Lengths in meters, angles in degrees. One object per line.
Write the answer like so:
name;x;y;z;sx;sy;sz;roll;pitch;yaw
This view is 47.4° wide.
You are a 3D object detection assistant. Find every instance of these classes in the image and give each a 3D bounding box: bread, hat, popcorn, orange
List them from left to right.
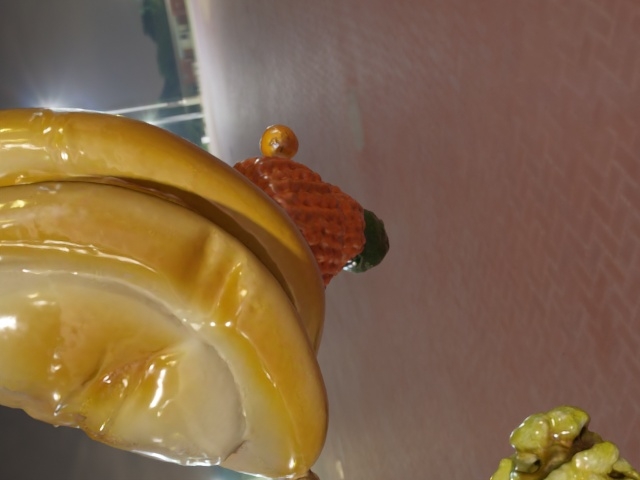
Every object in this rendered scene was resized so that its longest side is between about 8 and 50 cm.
bread;-0.196;0.075;0.673;0.329;0.424;0.245;-47;26;33
orange;-0.085;-0.198;1.510;0.083;0.083;0.083;170;90;-82
hat;0.000;0.000;1.353;0.285;0.400;0.285;-4;85;55
popcorn;0.370;0.402;1.073;0.250;0.235;0.242;58;173;48

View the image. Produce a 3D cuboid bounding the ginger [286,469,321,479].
ginger;-0.020;0.623;1.779;0.148;0.081;0.333;46;167;45
